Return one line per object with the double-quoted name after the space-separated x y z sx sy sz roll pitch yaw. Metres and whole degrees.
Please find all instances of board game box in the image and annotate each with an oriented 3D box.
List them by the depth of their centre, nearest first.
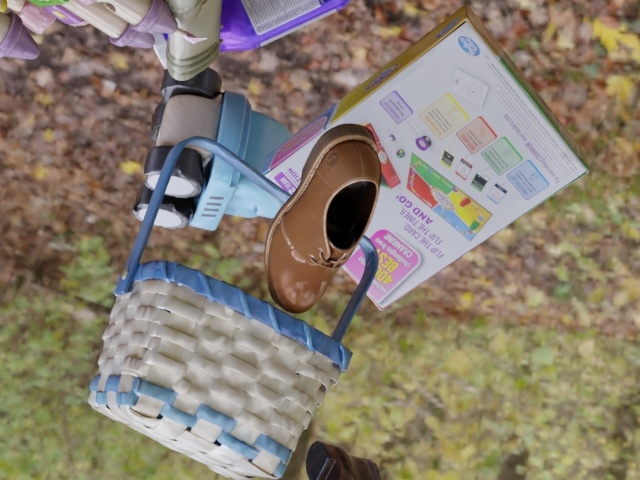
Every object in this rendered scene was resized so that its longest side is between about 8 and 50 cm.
0.123 -0.093 1.428 0.316 0.064 0.242 -35 109 21 "board game box"

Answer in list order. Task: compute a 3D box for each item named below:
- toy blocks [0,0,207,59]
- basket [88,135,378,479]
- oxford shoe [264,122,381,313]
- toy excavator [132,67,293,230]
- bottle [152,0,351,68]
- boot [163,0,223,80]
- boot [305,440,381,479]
-0.321 -0.289 1.457 0.260 0.309 0.288 30 167 -37 "toy blocks"
-0.090 0.071 1.174 0.254 0.289 0.201 32 163 -21 "basket"
0.000 0.000 1.052 0.076 0.076 0.212 3 134 -19 "oxford shoe"
-0.114 -0.101 2.212 0.445 0.222 0.433 13 156 -10 "toy excavator"
-0.098 -0.322 1.611 0.283 0.118 0.092 -25 180 1 "bottle"
-0.148 -0.324 1.517 0.077 0.213 0.165 14 139 10 "boot"
0.058 0.382 1.729 0.106 0.219 0.082 15 120 -26 "boot"
